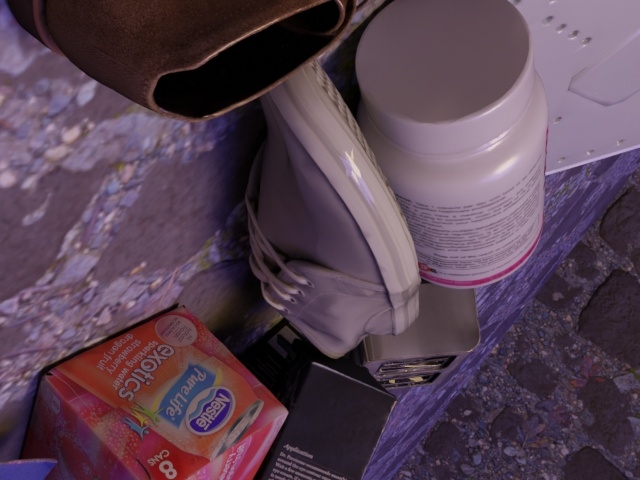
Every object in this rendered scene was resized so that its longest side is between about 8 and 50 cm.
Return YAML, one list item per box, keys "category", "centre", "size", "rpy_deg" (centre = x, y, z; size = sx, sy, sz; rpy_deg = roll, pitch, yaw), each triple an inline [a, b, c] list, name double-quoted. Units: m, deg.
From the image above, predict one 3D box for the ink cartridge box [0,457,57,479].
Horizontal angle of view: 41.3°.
- category: "ink cartridge box"
  centre: [-0.358, 0.289, 0.536]
  size: [0.330, 0.071, 0.324]
  rpy_deg: [-52, 152, 13]

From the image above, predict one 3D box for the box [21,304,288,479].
- category: "box"
  centre: [-0.170, 0.225, 0.758]
  size: [0.154, 0.142, 0.299]
  rpy_deg: [-24, 149, -47]

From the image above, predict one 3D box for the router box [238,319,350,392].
- category: "router box"
  centre: [-0.080, 0.242, 1.066]
  size: [0.243, 0.081, 0.308]
  rpy_deg: [-40, 158, -24]

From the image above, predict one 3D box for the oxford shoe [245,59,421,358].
- category: "oxford shoe"
  centre: [0.000, 0.000, 0.706]
  size: [0.130, 0.169, 0.449]
  rpy_deg: [-22, 158, -1]

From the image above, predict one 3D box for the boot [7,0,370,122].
- category: "boot"
  centre: [-0.001, -0.156, 0.454]
  size: [0.305, 0.115, 0.112]
  rpy_deg: [-38, 156, -30]

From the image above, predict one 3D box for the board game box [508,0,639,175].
- category: "board game box"
  centre: [0.313, -0.198, 0.883]
  size: [0.390, 0.050, 0.390]
  rpy_deg: [-17, 155, -5]

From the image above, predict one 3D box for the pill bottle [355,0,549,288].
- category: "pill bottle"
  centre: [0.120, -0.080, 0.757]
  size: [0.160, 0.160, 0.283]
  rpy_deg: [-45, 153, -10]

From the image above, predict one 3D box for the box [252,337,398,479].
- category: "box"
  centre: [-0.009, 0.194, 0.840]
  size: [0.156, 0.093, 0.158]
  rpy_deg: [-170, -76, -82]

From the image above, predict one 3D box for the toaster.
- category: "toaster"
  centre: [0.101, 0.118, 1.085]
  size: [0.186, 0.110, 0.168]
  rpy_deg: [-4, 156, -10]
